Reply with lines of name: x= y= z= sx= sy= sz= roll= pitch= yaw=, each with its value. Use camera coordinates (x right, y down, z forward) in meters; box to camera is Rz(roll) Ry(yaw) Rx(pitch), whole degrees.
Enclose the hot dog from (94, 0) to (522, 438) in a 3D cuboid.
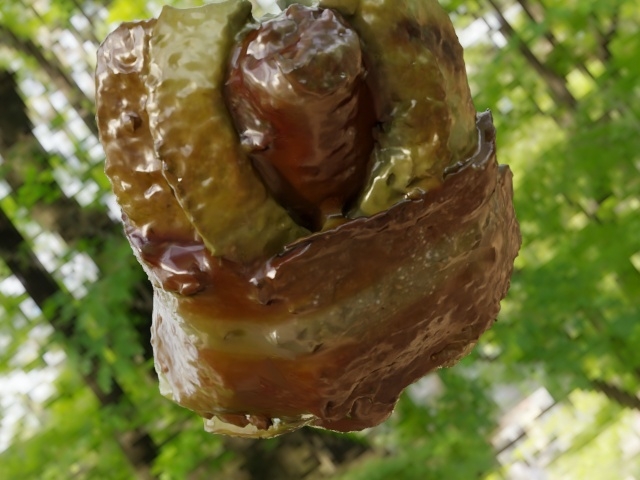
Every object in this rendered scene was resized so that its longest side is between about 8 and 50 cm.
hot dog: x=0.000 y=0.000 z=0.615 sx=0.146 sy=0.103 sz=0.213 roll=-18 pitch=-35 yaw=-2
